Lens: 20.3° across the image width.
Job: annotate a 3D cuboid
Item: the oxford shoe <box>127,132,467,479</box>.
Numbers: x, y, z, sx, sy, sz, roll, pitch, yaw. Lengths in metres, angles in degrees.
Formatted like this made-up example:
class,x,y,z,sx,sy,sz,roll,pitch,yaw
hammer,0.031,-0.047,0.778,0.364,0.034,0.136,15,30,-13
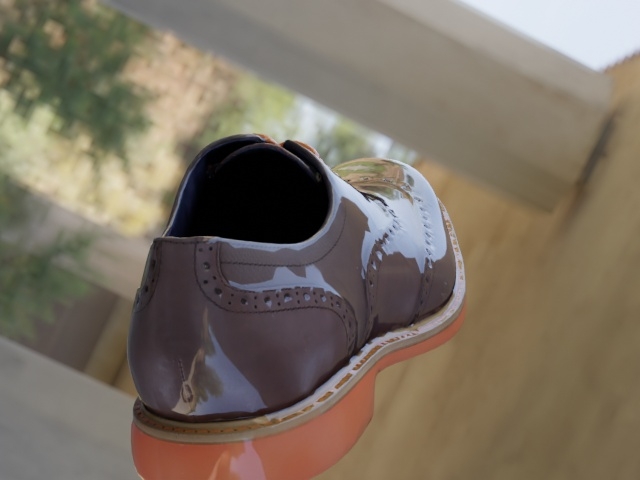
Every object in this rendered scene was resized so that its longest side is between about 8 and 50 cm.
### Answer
class,x,y,z,sx,sy,sz,roll,pitch,yaw
oxford shoe,0.000,0.000,0.691,0.271,0.097,0.098,-54,141,-68
